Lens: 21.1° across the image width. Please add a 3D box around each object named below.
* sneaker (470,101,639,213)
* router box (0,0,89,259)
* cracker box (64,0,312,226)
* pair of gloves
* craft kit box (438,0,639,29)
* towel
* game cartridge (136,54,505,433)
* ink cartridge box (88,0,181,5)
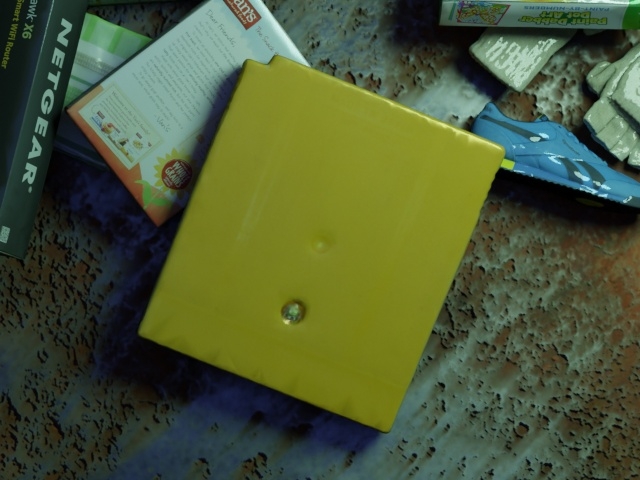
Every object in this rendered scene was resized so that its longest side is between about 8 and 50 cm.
[{"bbox_3d":[0.259,-0.088,1.806,0.209,0.069,0.082,19,81,2],"label":"sneaker"},{"bbox_3d":[-0.391,-0.153,1.772,0.243,0.081,0.309,10,83,17],"label":"router box"},{"bbox_3d":[-0.129,-0.146,1.792,0.232,0.067,0.156,-38,103,-4],"label":"cracker box"},{"bbox_3d":[0.301,-0.213,1.835,0.240,0.042,0.204,32,81,1],"label":"pair of gloves"},{"bbox_3d":[0.245,-0.341,1.806,0.247,0.061,0.250,0,65,2],"label":"craft kit box"},{"bbox_3d":[-0.243,-0.161,1.833,0.113,0.023,0.152,23,84,1],"label":"towel"},{"bbox_3d":[0.000,0.000,1.761,0.285,0.052,0.323,22,94,-4],"label":"game cartridge"},{"bbox_3d":[-0.216,-0.311,1.831,0.209,0.062,0.109,-3,84,0],"label":"ink cartridge box"}]
